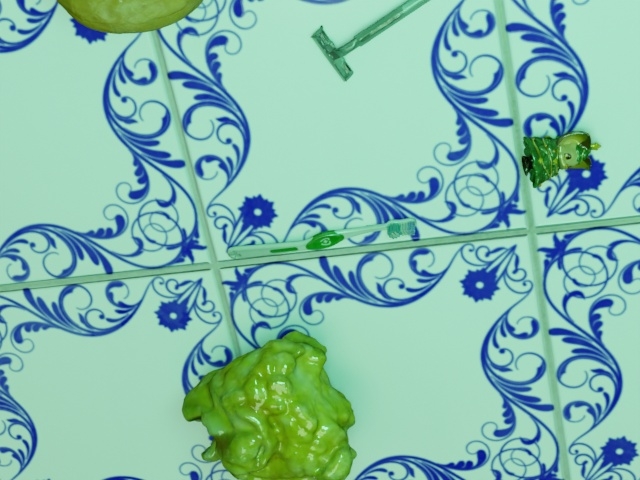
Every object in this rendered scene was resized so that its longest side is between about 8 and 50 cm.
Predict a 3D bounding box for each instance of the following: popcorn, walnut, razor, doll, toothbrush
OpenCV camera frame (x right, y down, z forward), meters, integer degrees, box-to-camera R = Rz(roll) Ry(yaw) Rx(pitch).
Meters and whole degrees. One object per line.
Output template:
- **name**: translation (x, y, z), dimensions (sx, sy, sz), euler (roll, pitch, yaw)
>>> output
- **popcorn**: translation (-0.066, 0.290, 2.114), dimensions (0.242, 0.235, 0.250), euler (-30, 91, 47)
- **walnut**: translation (-0.258, -0.378, 1.822), dimensions (0.226, 0.193, 0.193), euler (-12, 115, 4)
- **razor**: translation (0.094, -0.308, 1.878), dimensions (0.211, 0.036, 0.084), euler (-30, 111, 23)
- **doll**: translation (0.339, -0.130, 1.930), dimensions (0.113, 0.076, 0.078), euler (-26, 141, -9)
- **toothbrush**: translation (0.000, -0.001, 2.064), dimensions (0.304, 0.030, 0.030), euler (-8, 116, 16)
